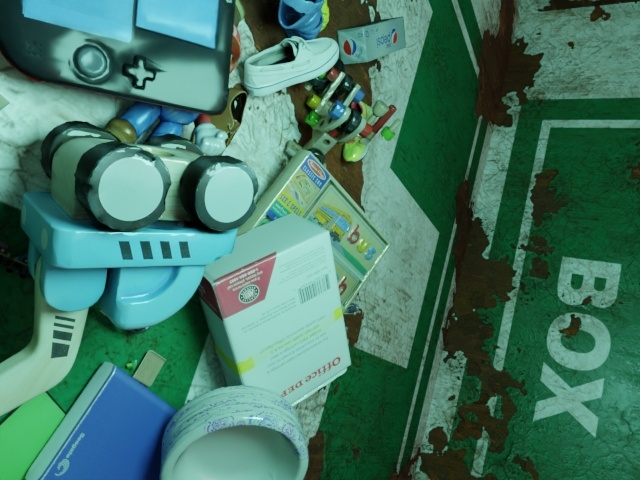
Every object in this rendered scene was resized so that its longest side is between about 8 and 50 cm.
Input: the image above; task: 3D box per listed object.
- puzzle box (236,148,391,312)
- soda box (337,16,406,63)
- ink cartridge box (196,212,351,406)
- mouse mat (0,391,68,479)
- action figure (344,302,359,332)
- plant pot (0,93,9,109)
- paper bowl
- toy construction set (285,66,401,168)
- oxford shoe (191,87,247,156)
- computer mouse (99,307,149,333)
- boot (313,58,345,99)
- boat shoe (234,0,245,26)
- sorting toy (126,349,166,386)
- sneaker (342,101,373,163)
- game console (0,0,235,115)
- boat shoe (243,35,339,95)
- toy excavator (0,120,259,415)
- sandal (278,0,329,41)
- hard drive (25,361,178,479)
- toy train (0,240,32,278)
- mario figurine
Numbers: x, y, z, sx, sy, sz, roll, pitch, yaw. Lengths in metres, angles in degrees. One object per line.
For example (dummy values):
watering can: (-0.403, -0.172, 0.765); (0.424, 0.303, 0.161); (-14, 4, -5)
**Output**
puzzle box: (0.000, 0.000, 1.292); (0.409, 0.052, 0.272); (43, 78, -39)
soda box: (0.161, -0.609, 1.525); (0.286, 0.091, 0.098); (-41, 129, -47)
ink cartridge box: (-0.104, 0.174, 1.141); (0.279, 0.160, 0.385); (-25, 121, -27)
mouse mat: (-0.467, 0.352, 0.821); (0.153, 0.007, 0.190); (-51, 136, -39)
action figure: (-0.007, 0.220, 1.450); (0.285, 0.099, 0.186); (10, 94, -55)
plant pot: (-0.471, -0.178, 0.603); (0.096, 0.108, 0.109); (-55, 142, -17)
paper bowl: (-0.174, 0.414, 1.017); (0.283, 0.148, 0.285); (-6, 116, -12)
toy construction set: (0.039, -0.290, 1.326); (0.308, 0.258, 0.237); (7, 136, -43)
oxford shoe: (-0.208, -0.224, 1.039); (0.076, 0.075, 0.213); (32, 71, -58)
computer mouse: (-0.346, 0.045, 0.903); (0.184, 0.060, 0.262); (-55, 146, -30)
boot: (0.020, -0.454, 1.383); (0.099, 0.045, 0.121); (8, 90, -55)
boat shoe: (-0.210, -0.486, 0.981); (0.178, 0.064, 0.060); (52, 52, -53)
sorting toy: (-0.345, 0.245, 0.987); (0.062, 0.012, 0.083); (-60, 146, -23)
sneaker: (0.099, -0.331, 1.517); (0.094, 0.081, 0.209); (36, 60, -48)
game console: (-0.284, -0.408, 0.757); (0.341, 0.060, 0.387); (4, 95, -31)
boat shoe: (-0.059, -0.412, 1.136); (0.258, 0.095, 0.084); (-36, 154, -24)
toy excavator: (-0.335, 0.066, 0.716); (0.432, 0.222, 0.446); (-1, 108, -43)
sandal: (-0.048, -0.513, 1.090); (0.138, 0.126, 0.317); (-54, -178, -10)
hard drive: (-0.364, 0.398, 0.956); (0.210, 0.040, 0.319); (-62, 145, -29)
toy train: (-0.469, 0.014, 0.720); (0.158, 0.027, 0.036); (46, 48, -52)
mario figurine: (-0.233, -0.273, 0.886); (0.321, 0.170, 0.198); (-63, 169, -18)
